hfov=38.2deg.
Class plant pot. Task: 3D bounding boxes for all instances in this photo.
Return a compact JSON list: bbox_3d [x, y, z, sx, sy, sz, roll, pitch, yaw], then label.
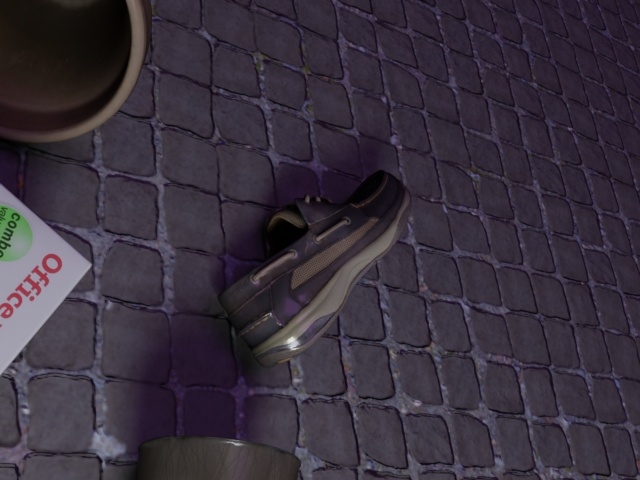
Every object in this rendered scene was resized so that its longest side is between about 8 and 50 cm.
[{"bbox_3d":[-0.297,-0.273,0.981,0.263,0.263,0.229,34,30,-21],"label":"plant pot"}]

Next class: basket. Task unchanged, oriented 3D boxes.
[{"bbox_3d":[-0.107,0.309,0.836,0.154,0.204,0.227,10,67,-11],"label":"basket"}]

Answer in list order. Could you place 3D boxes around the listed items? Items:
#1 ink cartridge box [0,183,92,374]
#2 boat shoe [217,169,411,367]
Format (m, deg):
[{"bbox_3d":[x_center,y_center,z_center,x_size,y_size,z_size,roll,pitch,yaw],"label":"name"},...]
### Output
[{"bbox_3d":[-0.374,0.029,0.741,0.270,0.197,0.198,43,45,-13],"label":"ink cartridge box"},{"bbox_3d":[0.000,0.000,1.136,0.130,0.132,0.355,47,43,-9],"label":"boat shoe"}]
